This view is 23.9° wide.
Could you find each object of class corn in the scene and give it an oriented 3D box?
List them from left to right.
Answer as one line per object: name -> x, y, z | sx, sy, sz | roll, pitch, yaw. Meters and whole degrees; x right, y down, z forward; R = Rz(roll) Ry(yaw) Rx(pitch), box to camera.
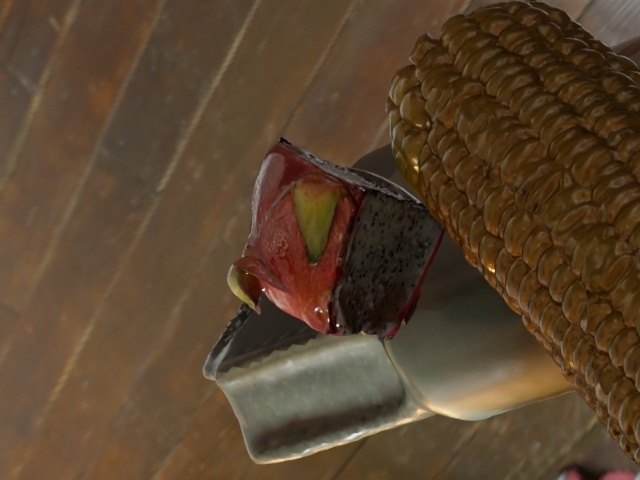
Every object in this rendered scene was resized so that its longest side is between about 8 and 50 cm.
corn -> 0.087, 0.001, 0.424 | 0.238, 0.080, 0.080 | -128, 31, -48

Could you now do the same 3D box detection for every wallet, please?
wallet -> 0.122, -0.022, 0.622 | 0.360, 0.252, 0.083 | -23, 109, 40

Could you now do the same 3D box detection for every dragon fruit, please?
dragon fruit -> 0.000, 0.000, 0.521 | 0.060, 0.083, 0.056 | 27, 100, 26
